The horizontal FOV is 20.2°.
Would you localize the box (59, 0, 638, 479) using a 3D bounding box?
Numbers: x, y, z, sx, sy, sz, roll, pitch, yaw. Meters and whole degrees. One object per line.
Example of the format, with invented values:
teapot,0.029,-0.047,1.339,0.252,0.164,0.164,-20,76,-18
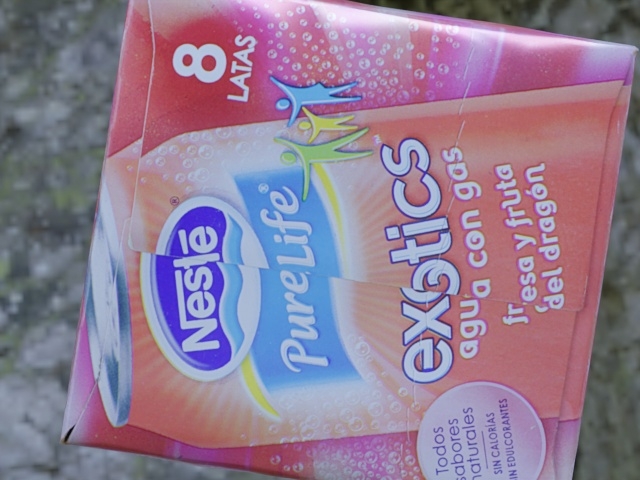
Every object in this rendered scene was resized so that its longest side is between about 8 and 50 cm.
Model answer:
box,0.000,0.000,0.651,0.154,0.142,0.300,9,0,-2
